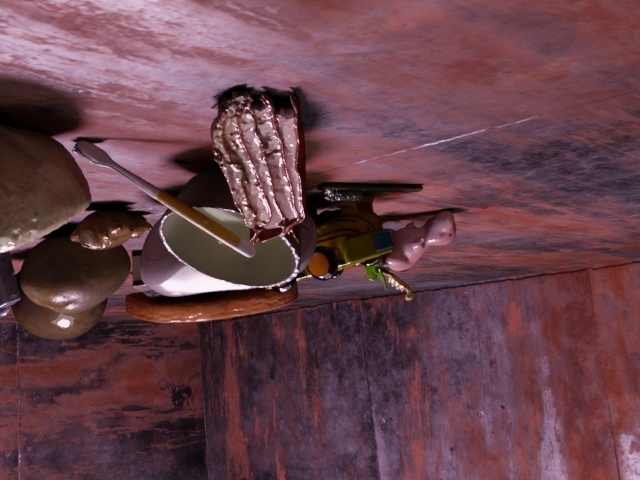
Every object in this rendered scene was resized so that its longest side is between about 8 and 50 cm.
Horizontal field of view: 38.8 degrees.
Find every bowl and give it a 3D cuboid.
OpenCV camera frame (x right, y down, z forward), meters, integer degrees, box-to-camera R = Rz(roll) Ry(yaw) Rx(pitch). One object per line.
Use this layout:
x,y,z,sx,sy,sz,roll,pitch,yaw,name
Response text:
-0.117,-0.031,1.309,0.212,0.112,0.211,12,150,7,bowl

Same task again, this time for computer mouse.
-0.158,-0.006,1.476,0.297,0.121,0.184,-8,-146,16,computer mouse

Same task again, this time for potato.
-0.463,0.057,1.735,0.178,0.160,0.235,18,-168,15,potato

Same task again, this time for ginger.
-0.341,-0.024,1.543,0.096,0.067,0.165,-11,-177,36,ginger

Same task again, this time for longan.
-0.564,0.121,1.963,0.220,0.196,0.197,-16,166,35,longan

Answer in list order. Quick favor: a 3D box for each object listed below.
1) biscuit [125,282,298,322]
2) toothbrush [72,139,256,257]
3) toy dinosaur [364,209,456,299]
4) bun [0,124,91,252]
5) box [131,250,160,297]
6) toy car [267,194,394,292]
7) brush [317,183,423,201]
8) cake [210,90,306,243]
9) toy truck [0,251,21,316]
-0.285,0.153,2.399,0.456,0.078,0.350,-5,-174,-8,biscuit
-0.197,-0.050,1.184,0.288,0.021,0.024,34,163,-31,toothbrush
0.176,0.004,1.865,0.177,0.152,0.194,-3,130,-15,toy dinosaur
-0.376,-0.061,1.022,0.221,0.134,0.220,-12,-162,4,bun
-0.330,0.079,2.163,0.198,0.084,0.310,-5,171,-3,box
0.000,0.000,1.606,0.248,0.142,0.200,-18,177,27,toy car
0.085,-0.079,1.515,0.191,0.027,0.034,-1,173,-26,brush
-0.068,-0.107,1.092,0.098,0.135,0.287,0,152,3,cake
-0.666,0.090,1.609,0.178,0.176,0.363,-13,-178,2,toy truck
